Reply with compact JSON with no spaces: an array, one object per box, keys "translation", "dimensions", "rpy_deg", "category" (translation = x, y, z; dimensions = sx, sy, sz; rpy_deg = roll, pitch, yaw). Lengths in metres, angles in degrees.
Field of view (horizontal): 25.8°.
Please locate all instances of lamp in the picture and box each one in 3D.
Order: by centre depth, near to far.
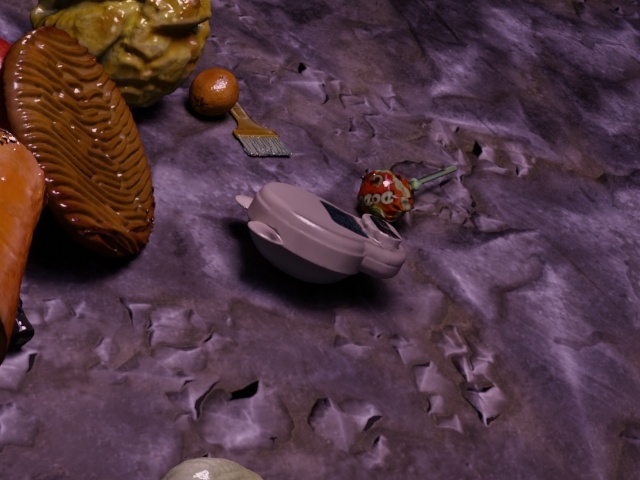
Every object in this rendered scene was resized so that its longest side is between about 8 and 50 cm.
[{"translation":[0.000,0.003,1.948],"dimensions":[0.246,0.108,0.179],"rpy_deg":[17,21,-20],"category":"lamp"}]

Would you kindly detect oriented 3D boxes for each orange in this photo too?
[{"translation":[-0.166,-0.231,2.181],"dimensions":[0.085,0.085,0.085],"rpy_deg":[19,34,-13],"category":"orange"}]

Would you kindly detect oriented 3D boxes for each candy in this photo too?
[{"translation":[0.149,-0.093,2.228],"dimensions":[0.287,0.078,0.084],"rpy_deg":[-25,89,-56],"category":"candy"}]

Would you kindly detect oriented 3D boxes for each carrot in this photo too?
[{"translation":[-0.402,0.014,1.545],"dimensions":[0.196,0.196,0.254],"rpy_deg":[23,40,-8],"category":"carrot"}]

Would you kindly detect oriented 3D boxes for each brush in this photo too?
[{"translation":[-0.129,-0.204,2.231],"dimensions":[0.082,0.010,0.218],"rpy_deg":[-3,44,-39],"category":"brush"}]

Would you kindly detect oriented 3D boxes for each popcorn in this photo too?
[{"translation":[-0.300,-0.329,2.075],"dimensions":[0.282,0.247,0.282],"rpy_deg":[11,29,-6],"category":"popcorn"}]

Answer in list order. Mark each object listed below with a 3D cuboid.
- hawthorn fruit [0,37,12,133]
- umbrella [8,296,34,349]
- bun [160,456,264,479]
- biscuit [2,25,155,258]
[{"translation":[-0.452,-0.192,1.782],"dimensions":[0.196,0.225,0.196],"rpy_deg":[5,24,-2],"category":"hawthorn fruit"},{"translation":[-0.400,0.037,1.656],"dimensions":[0.224,0.080,0.071],"rpy_deg":[51,4,26],"category":"umbrella"},{"translation":[-0.102,0.325,1.409],"dimensions":[0.204,0.126,0.212],"rpy_deg":[30,27,-49],"category":"bun"},{"translation":[-0.302,-0.127,1.803],"dimensions":[0.318,0.040,0.318],"rpy_deg":[56,21,-36],"category":"biscuit"}]
